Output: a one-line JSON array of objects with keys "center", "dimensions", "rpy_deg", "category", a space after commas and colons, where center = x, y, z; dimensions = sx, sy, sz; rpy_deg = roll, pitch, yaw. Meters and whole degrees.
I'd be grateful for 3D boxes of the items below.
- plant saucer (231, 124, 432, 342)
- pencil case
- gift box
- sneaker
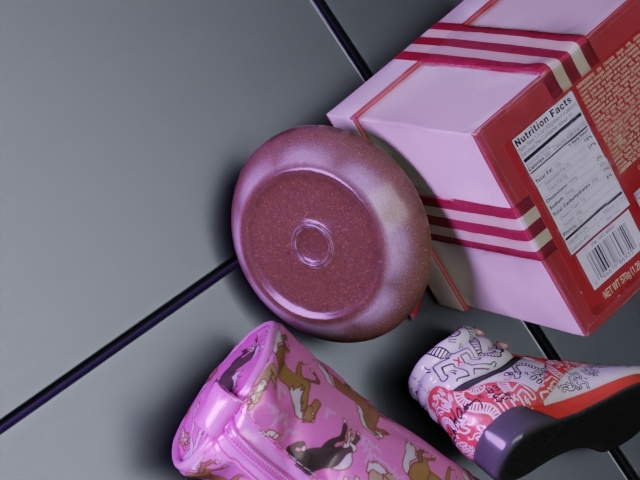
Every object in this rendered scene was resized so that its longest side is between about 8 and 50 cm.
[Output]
[{"center": [0.000, 0.000, 1.725], "dimensions": [0.036, 0.198, 0.199], "rpy_deg": [-30, 94, -57], "category": "plant saucer"}, {"center": [0.052, 0.231, 1.717], "dimensions": [0.386, 0.167, 0.160], "rpy_deg": [38, 63, -10], "category": "pencil case"}, {"center": [0.183, -0.060, 1.764], "dimensions": [0.255, 0.258, 0.276], "rpy_deg": [-36, 115, -22], "category": "gift box"}, {"center": [0.198, 0.128, 1.821], "dimensions": [0.270, 0.090, 0.145], "rpy_deg": [-11, 44, -46], "category": "sneaker"}]
